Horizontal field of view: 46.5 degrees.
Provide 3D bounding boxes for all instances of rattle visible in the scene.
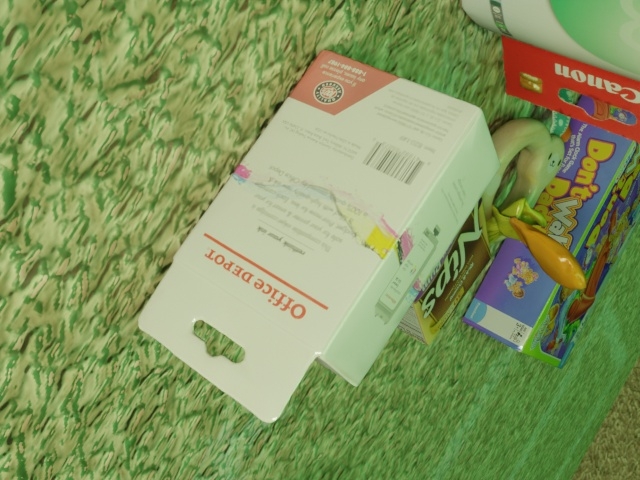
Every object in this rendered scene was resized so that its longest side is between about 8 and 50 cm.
[{"bbox_3d":[0.231,-0.063,0.704,0.200,0.143,0.130,-33,121,-29],"label":"rattle"}]

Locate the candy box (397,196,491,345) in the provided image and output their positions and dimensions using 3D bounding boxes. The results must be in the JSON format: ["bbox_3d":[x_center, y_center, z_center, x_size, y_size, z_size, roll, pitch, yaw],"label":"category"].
[{"bbox_3d":[0.086,-0.004,0.614,0.109,0.053,0.186,-52,149,-17],"label":"candy box"}]

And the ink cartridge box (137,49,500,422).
[{"bbox_3d":[0.000,0.000,0.430,0.198,0.115,0.067,-55,149,-9],"label":"ink cartridge box"}]

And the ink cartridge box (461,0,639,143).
[{"bbox_3d":[0.192,-0.137,0.539,0.056,0.181,0.224,-50,149,-17],"label":"ink cartridge box"}]

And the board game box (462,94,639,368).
[{"bbox_3d":[0.320,-0.020,0.916,0.233,0.078,0.347,25,93,-59],"label":"board game box"}]
